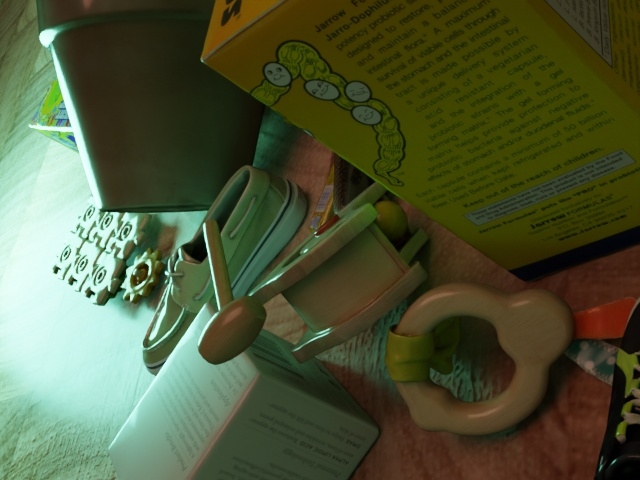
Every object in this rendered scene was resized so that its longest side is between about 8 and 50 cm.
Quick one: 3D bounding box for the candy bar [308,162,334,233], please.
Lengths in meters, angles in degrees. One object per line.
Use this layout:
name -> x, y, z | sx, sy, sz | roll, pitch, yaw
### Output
candy bar -> 0.024, -0.077, 1.036 | 0.040, 0.018, 0.162 | 2, 67, 57

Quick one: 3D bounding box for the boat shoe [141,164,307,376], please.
boat shoe -> -0.140, 0.035, 1.096 | 0.302, 0.094, 0.109 | -54, 34, 9

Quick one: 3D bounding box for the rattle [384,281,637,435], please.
rattle -> 0.162, 0.078, 0.726 | 0.199, 0.142, 0.130 | -25, 77, 20

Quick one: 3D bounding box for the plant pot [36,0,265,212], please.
plant pot -> -0.198, -0.180, 1.160 | 0.323, 0.323, 0.281 | -4, 88, 51

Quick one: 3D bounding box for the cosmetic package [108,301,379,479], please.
cosmetic package -> -0.077, 0.189, 0.840 | 0.184, 0.151, 0.151 | -56, 33, 5

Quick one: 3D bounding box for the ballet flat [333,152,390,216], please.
ballet flat -> 0.045, -0.100, 0.983 | 0.058, 0.084, 0.250 | -41, 39, 52

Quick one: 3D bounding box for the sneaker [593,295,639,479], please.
sneaker -> 0.213, 0.129, 0.541 | 0.084, 0.097, 0.235 | -2, 66, 30

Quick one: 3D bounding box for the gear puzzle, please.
gear puzzle -> -0.316, 0.019, 1.397 | 0.339, 0.044, 0.175 | 20, 80, 54

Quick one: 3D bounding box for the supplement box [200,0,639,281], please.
supplement box -> 0.121, -0.147, 0.656 | 0.195, 0.356, 0.194 | -25, 46, 41

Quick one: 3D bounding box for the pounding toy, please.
pounding toy -> 0.000, 0.000, 0.777 | 0.154, 0.155, 0.269 | -38, 4, 31

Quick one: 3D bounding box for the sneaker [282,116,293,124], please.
sneaker -> -0.016, -0.170, 1.138 | 0.067, 0.064, 0.175 | -67, 24, 17

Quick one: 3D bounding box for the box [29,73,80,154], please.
box -> -0.302, -0.264, 1.470 | 0.290, 0.177, 0.279 | 12, 75, 55
